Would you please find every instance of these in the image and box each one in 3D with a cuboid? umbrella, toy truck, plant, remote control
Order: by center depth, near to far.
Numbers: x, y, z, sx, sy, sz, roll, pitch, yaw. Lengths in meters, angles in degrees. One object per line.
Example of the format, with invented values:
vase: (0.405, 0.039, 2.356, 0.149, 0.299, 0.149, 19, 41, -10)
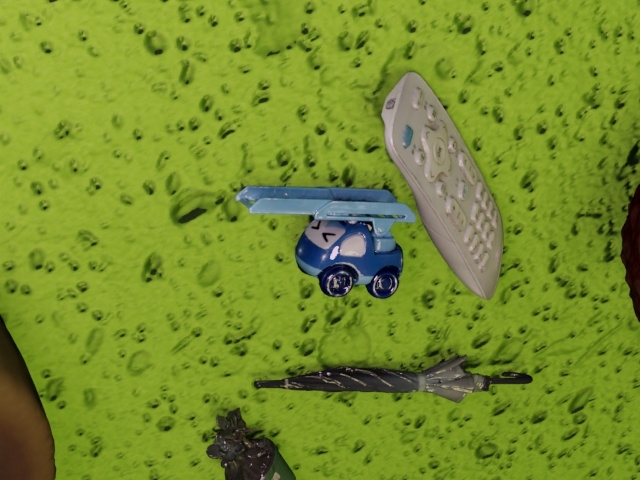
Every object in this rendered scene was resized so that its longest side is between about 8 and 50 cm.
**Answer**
toy truck: (0.000, 0.000, 1.407, 0.136, 0.063, 0.074, 0, 112, -28)
remote control: (0.090, -0.034, 1.428, 0.044, 0.073, 0.229, 1, 148, 29)
plant: (-0.062, 0.175, 1.557, 0.051, 0.051, 0.102, -34, 129, 5)
umbrella: (0.070, 0.114, 1.578, 0.269, 0.044, 0.044, 1, 101, -32)

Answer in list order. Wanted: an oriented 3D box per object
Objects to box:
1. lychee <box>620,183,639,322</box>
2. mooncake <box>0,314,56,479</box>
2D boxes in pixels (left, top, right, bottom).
lychee: (0.368, 0.006, 1.494, 0.260, 0.260, 0.260, -16, 138, -15)
mooncake: (-0.325, 0.130, 1.271, 0.284, 0.155, 0.284, -15, 135, -15)
